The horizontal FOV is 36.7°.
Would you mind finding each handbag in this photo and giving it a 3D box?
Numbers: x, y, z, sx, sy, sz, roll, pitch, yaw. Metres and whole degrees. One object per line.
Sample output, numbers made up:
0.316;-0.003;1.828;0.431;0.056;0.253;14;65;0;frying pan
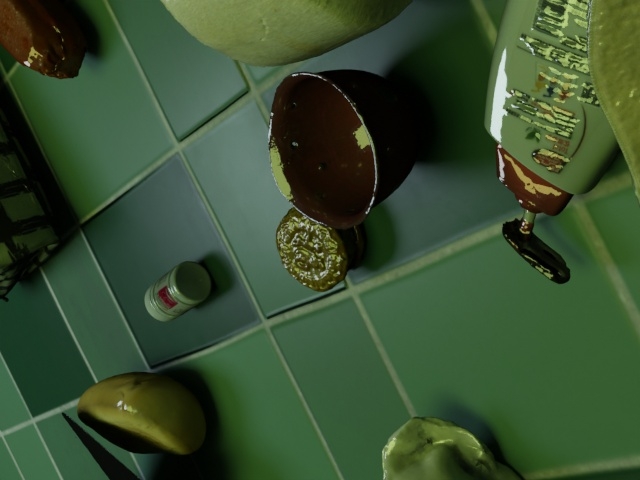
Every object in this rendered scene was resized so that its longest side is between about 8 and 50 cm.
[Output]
-0.561;-0.068;1.528;0.327;0.162;0.325;-34;82;55;handbag

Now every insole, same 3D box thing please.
0.249;-0.095;0.710;0.081;0.011;0.248;-12;123;24;insole

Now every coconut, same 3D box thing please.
-0.018;-0.275;0.794;0.266;0.237;0.237;-23;92;51;coconut

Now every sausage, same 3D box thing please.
-0.424;-0.335;1.294;0.330;0.102;0.102;45;136;20;sausage

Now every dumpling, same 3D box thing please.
0.142;0.301;1.006;0.132;0.162;0.250;138;118;-85;dumpling

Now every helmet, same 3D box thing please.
0.032;-0.095;0.933;0.155;0.106;0.175;58;144;12;helmet

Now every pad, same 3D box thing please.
-0.269;0.375;1.493;0.315;0.063;0.375;29;151;32;pad

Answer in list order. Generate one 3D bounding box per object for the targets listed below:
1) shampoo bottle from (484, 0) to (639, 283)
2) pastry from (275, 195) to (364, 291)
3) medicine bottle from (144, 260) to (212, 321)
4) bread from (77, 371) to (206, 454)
0.203;-0.099;0.783;0.153;0.071;0.284;28;131;23;shampoo bottle
0.000;0.000;1.056;0.097;0.057;0.109;1;112;40;pastry
-0.189;0.068;1.282;0.091;0.058;0.058;-33;85;49;medicine bottle
-0.255;0.247;1.404;0.217;0.098;0.147;-9;132;49;bread
